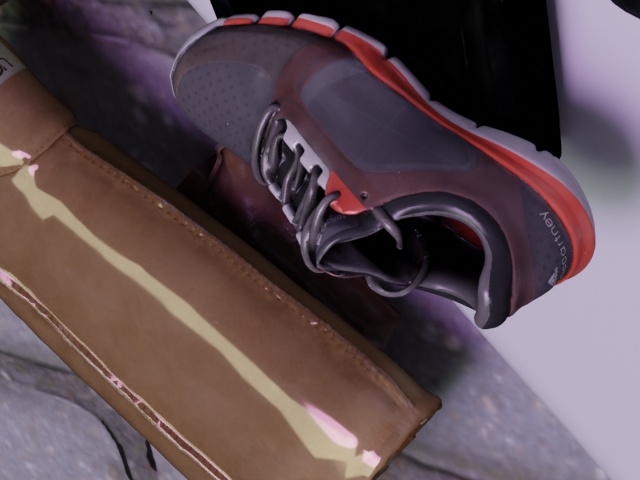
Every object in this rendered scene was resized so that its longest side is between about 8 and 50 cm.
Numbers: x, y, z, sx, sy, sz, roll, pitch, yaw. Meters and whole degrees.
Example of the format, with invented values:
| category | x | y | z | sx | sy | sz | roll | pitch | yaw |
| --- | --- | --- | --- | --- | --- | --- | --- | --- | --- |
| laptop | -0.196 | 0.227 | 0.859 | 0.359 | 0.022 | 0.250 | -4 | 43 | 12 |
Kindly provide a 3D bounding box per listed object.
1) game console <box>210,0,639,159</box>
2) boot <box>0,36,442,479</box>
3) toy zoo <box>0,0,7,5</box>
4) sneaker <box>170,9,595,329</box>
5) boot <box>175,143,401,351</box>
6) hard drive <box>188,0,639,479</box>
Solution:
| category | x | y | z | sx | sy | sz | roll | pitch | yaw |
| --- | --- | --- | --- | --- | --- | --- | --- | --- | --- |
| game console | 0.095 | -0.098 | 0.558 | 0.361 | 0.044 | 0.213 | 16 | 132 | 35 |
| boot | -0.100 | 0.043 | 0.848 | 0.269 | 0.089 | 0.236 | 41 | 149 | 5 |
| toy zoo | -0.176 | -0.246 | 0.763 | 0.293 | 0.030 | 0.192 | 55 | 141 | -6 |
| sneaker | 0.008 | -0.022 | 0.614 | 0.158 | 0.065 | 0.061 | 26 | 137 | 24 |
| boot | 0.000 | 0.000 | 0.792 | 0.114 | 0.037 | 0.106 | 50 | 150 | 1 |
| hard drive | 0.091 | -0.048 | 0.666 | 0.318 | 0.040 | 0.210 | 48 | 140 | 1 |
